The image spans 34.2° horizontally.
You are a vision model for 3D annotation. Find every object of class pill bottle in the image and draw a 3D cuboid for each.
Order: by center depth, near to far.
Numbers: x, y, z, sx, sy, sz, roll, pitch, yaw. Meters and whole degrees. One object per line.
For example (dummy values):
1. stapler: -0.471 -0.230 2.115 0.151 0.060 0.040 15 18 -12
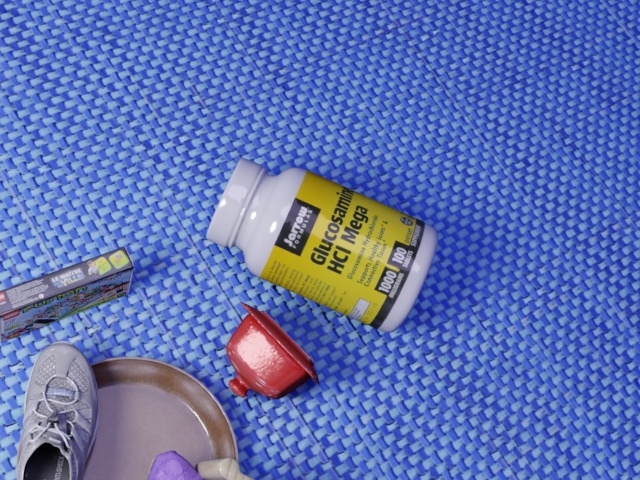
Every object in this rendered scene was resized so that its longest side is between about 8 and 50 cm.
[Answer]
1. pill bottle: 0.000 0.000 1.638 0.334 0.188 0.188 23 61 -3

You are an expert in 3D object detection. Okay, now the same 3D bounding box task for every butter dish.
1. butter dish: -0.089 0.186 1.562 0.160 0.160 0.118 44 85 9

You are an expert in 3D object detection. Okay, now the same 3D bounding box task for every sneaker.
1. sneaker: -0.350 0.265 1.399 0.105 0.115 0.281 4 64 -13

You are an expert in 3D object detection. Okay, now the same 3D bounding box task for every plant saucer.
1. plant saucer: -0.273 0.321 1.486 0.311 0.050 0.310 6 63 -11

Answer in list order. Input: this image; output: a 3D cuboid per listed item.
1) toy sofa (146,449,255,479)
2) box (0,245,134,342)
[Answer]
1. toy sofa: -0.194 0.456 1.338 0.177 0.150 0.362 30 70 -11
2. box: -0.382 0.080 1.538 0.207 0.114 0.036 -21 72 -23
